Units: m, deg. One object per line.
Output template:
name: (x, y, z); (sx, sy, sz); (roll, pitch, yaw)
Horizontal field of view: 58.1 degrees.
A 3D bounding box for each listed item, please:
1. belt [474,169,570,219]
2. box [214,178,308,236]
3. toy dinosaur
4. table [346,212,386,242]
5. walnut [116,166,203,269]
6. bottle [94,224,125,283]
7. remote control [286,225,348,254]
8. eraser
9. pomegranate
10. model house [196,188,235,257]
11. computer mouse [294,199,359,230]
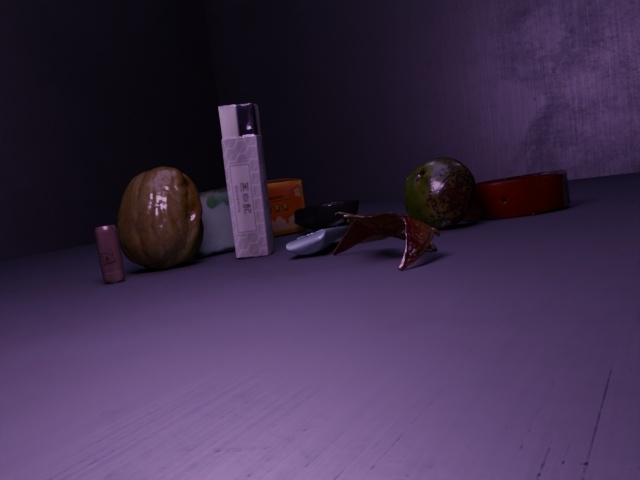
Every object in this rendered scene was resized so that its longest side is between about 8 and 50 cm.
belt: (0.598, -0.136, 1.732); (0.323, 0.115, 0.227); (-10, 8, 0)
box: (-0.236, -0.118, 2.200); (0.259, 0.214, 0.283); (-10, 5, -35)
toy dinosaur: (0.115, 0.002, 1.198); (0.327, 0.113, 0.206); (13, -7, 45)
table: (0.121, -0.035, 1.575); (0.083, 0.070, 0.082); (-11, 7, -19)
walnut: (-0.438, -0.058, 1.572); (0.282, 0.283, 0.227); (-5, -11, 26)
bottle: (-0.516, 0.033, 1.410); (0.053, 0.140, 0.053); (-9, 6, 1)
remote control: (0.000, -0.001, 1.496); (0.103, 0.051, 0.293); (-20, 1, 15)
eraser: (-0.196, -0.158, 1.550); (0.098, 0.405, 0.096); (-5, 9, 7)
pomegranate: (0.358, -0.114, 1.611); (0.247, 0.214, 0.214); (30, -9, -21)
model house: (-0.365, -0.058, 1.883); (0.267, 0.194, 0.324); (-13, 5, -34)
computer mouse: (0.028, -0.080, 2.002); (0.170, 0.100, 0.269); (-6, -1, -25)
